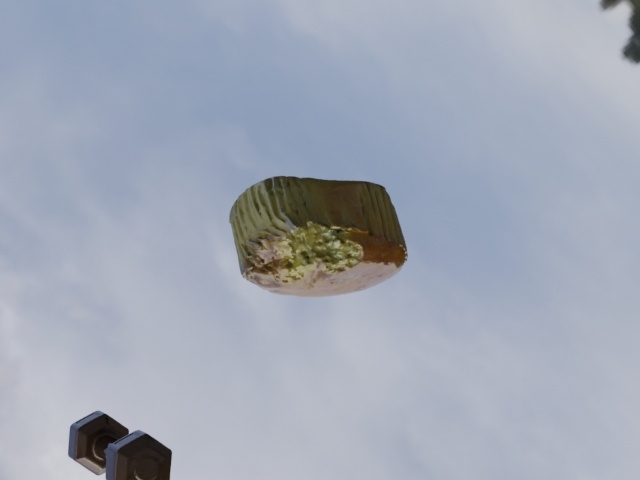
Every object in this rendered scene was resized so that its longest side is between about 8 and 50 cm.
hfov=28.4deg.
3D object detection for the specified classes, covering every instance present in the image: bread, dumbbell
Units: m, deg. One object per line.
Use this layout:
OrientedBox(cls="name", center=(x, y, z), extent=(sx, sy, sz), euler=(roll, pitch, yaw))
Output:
OrientedBox(cls="bread", center=(0.000, 0.000, 1.777), extent=(0.250, 0.179, 0.133), euler=(10, -123, -37))
OrientedBox(cls="dumbbell", center=(-0.282, 0.297, 1.760), extent=(0.092, 0.231, 0.082), euler=(-29, -75, -24))
